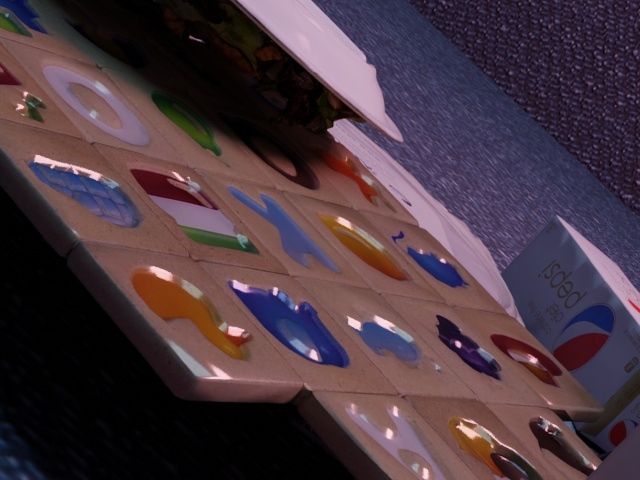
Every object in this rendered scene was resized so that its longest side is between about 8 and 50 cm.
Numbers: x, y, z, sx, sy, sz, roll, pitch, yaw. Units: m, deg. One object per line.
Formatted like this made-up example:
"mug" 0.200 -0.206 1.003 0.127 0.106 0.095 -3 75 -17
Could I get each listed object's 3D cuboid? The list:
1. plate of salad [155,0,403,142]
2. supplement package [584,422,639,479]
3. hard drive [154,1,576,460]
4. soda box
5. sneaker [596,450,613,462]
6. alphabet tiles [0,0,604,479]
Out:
"plate of salad" -0.044 -0.103 0.752 0.200 0.048 0.200 44 7 -6
"supplement package" 0.166 0.157 0.452 0.145 0.204 0.262 36 12 -30
"hard drive" 0.000 0.000 0.852 0.237 0.064 0.339 39 12 -13
"soda box" 0.183 0.067 1.191 0.069 0.074 0.216 38 12 -23
"sneaker" 0.163 0.158 0.773 0.296 0.112 0.131 -61 132 -86
"alphabet tiles" -0.032 -0.018 0.648 0.342 0.011 0.285 46 17 26
